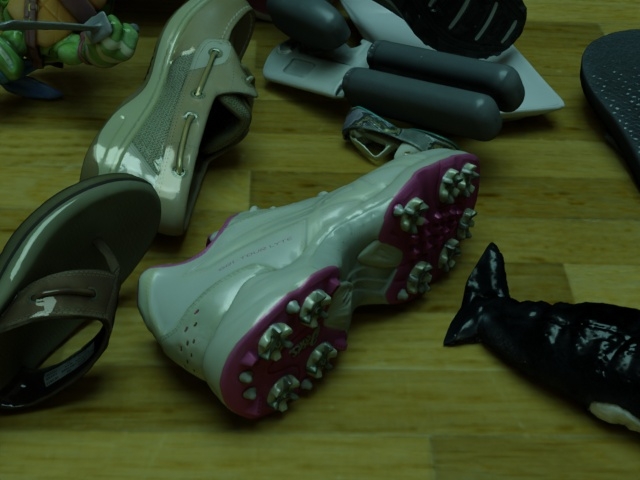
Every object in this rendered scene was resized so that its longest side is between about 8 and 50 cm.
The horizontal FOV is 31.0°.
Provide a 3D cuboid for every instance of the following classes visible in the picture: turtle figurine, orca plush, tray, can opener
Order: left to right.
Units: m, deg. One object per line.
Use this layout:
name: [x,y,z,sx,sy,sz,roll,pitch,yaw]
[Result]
turtle figurine: [-0.207,-0.254,0.992,0.266,0.274,0.198,-44,55,-15]
can opener: [0.049,-0.157,1.039,0.280,0.093,0.074,23,65,37]
tray: [0.122,-0.183,1.156,0.145,0.030,0.270,-8,38,-14]
orca plush: [0.230,0.060,0.774,0.287,0.102,0.151,30,44,32]

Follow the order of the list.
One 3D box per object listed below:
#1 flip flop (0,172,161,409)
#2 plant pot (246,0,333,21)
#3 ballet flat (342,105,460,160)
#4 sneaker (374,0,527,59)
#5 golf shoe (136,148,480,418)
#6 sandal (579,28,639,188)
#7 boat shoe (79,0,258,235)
flip flop: [-0.183,0.061,0.741,0.080,0.112,0.277,21,43,19]
plant pot: [-0.036,-0.341,1.240,0.201,0.201,0.180,4,53,2]
ballet flat: [0.067,-0.082,1.017,0.114,0.041,0.041,24,41,26]
sneaker: [0.077,-0.265,1.107,0.272,0.100,0.108,24,26,-11]
golf shoe: [0.000,0.000,0.836,0.140,0.115,0.306,25,40,32]
sandal: [0.297,-0.106,1.056,0.097,0.054,0.254,-5,46,1]
boat shoe: [-0.103,-0.113,0.988,0.098,0.109,0.302,16,43,7]
